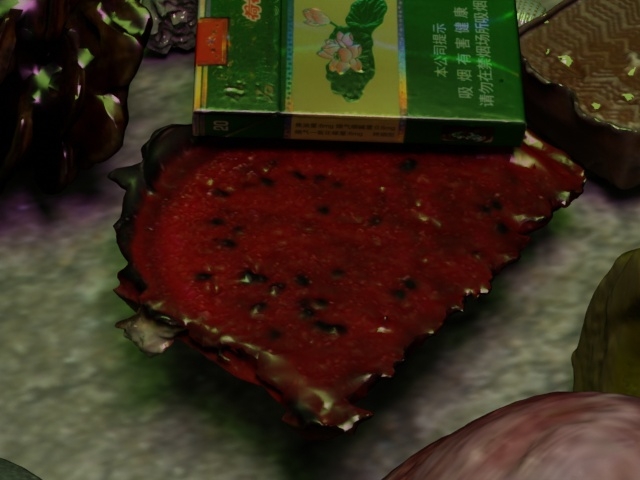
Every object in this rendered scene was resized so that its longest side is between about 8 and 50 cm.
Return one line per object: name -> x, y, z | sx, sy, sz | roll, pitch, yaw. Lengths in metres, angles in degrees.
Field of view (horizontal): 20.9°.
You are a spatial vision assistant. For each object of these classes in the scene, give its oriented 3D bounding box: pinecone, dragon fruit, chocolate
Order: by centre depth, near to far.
dragon fruit -> 0.000, 0.000, 1.213 | 0.282, 0.100, 0.343 | 32, 48, 22
pinecone -> -0.280, -0.169, 1.272 | 0.296, 0.242, 0.298 | -10, 54, -12
chocolate -> 0.248, -0.129, 1.337 | 0.214, 0.093, 0.148 | -34, 55, -27

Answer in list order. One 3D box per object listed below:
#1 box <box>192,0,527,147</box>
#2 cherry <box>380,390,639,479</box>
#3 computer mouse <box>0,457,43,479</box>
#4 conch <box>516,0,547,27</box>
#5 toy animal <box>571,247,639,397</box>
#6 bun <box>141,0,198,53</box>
box -> 0.027, -0.129, 1.248 | 0.235, 0.034, 0.132 | 2, 55, -2
cherry -> 0.133, 0.243, 0.870 | 0.291, 0.335, 0.326 | -8, 71, -28
computer mouse -> -0.213, 0.250, 0.986 | 0.203, 0.114, 0.374 | -17, 50, -13
conch -> 0.145, -0.159, 1.389 | 0.085, 0.056, 0.076 | 11, 67, 35
toy animal -> 0.336, 0.094, 1.076 | 0.363, 0.180, 0.181 | 3, 85, 10
bun -> -0.044, -0.192, 1.372 | 0.212, 0.126, 0.204 | 14, 48, 14
